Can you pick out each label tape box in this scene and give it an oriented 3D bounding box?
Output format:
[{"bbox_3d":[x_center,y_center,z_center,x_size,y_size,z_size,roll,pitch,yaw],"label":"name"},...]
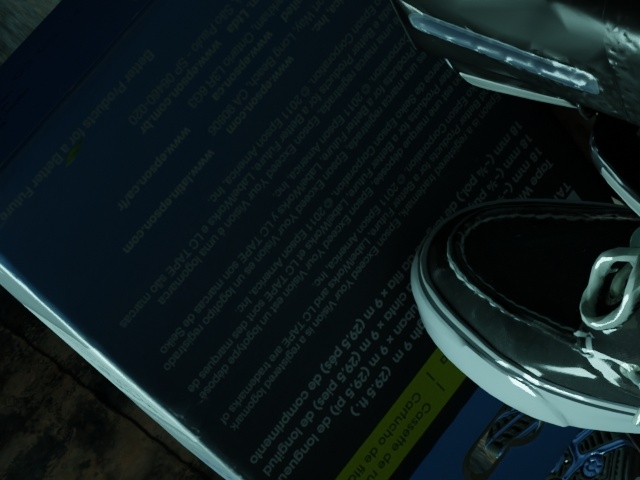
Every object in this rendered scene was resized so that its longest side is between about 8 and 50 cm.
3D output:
[{"bbox_3d":[0.000,0.000,0.725,0.333,0.240,0.106,47,164,-29],"label":"label tape box"}]

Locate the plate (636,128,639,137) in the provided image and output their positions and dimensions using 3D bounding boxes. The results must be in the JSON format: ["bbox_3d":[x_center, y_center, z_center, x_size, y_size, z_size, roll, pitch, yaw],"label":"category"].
[{"bbox_3d":[0.177,-0.038,0.599,0.188,0.024,0.188,36,167,10],"label":"plate"}]

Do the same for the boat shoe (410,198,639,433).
[{"bbox_3d":[0.159,0.030,0.580,0.306,0.113,0.105,25,154,38],"label":"boat shoe"}]

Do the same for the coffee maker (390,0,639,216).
[{"bbox_3d":[0.114,-0.094,0.442,0.178,0.120,0.171,29,140,35],"label":"coffee maker"}]

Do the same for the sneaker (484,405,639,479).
[{"bbox_3d":[0.201,0.166,1.107,0.081,0.080,0.211,36,177,-13],"label":"sneaker"}]
